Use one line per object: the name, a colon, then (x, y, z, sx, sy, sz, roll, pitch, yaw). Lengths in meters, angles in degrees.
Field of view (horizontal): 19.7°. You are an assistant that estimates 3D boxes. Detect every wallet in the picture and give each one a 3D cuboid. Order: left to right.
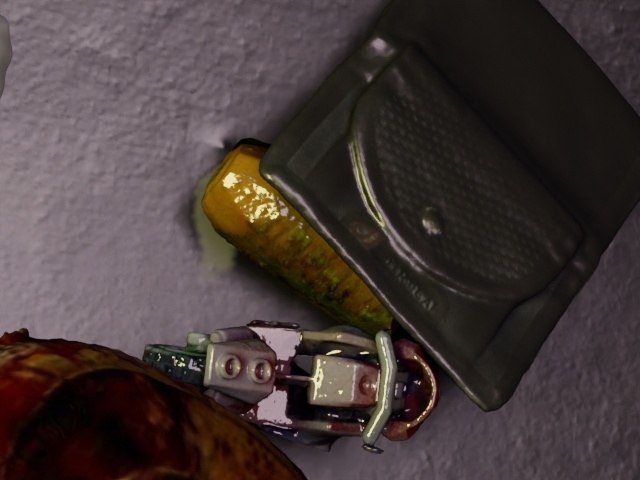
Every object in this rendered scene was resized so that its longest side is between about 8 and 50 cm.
wallet: (0.111, -0.061, 1.305, 0.247, 0.041, 0.323, 48, 48, -9)

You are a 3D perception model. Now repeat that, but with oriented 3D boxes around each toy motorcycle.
toy motorcycle: (-0.009, 0.094, 1.191, 0.213, 0.122, 0.082, 11, 80, -41)

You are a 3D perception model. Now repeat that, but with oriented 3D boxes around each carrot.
carrot: (0.000, 0.000, 1.263, 0.173, 0.082, 0.082, 34, 69, -10)

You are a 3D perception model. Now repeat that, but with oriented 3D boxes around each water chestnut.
water chestnut: (-0.158, 0.228, 1.062, 0.350, 0.302, 0.350, 28, 36, -23)

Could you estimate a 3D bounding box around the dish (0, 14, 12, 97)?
dish: (-0.266, -0.133, 1.202, 0.137, 0.039, 0.091, 21, 73, -18)
